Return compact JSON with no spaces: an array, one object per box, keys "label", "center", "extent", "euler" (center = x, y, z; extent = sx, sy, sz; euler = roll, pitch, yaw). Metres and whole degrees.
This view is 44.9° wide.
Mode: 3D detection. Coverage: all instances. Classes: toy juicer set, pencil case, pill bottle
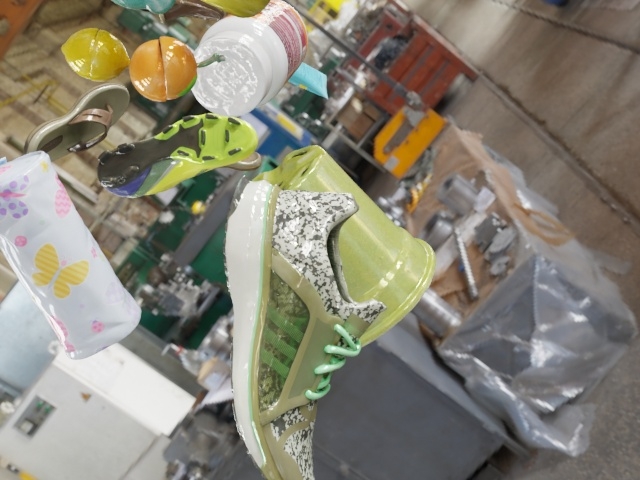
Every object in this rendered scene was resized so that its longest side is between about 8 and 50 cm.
[{"label":"toy juicer set","center":[-0.208,-0.274,0.787],"extent":[0.209,0.329,0.089],"euler":[-56,-17,24]},{"label":"pencil case","center":[-0.339,0.020,0.999],"extent":[0.113,0.273,0.124],"euler":[-28,26,-7]},{"label":"pill bottle","center":[-0.094,-0.247,1.039],"extent":[0.121,0.121,0.221],"euler":[-47,10,27]}]

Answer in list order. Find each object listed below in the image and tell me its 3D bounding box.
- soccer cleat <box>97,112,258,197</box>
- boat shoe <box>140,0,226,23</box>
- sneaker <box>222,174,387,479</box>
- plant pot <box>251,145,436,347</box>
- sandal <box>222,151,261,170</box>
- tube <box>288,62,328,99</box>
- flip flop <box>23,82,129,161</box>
[{"label":"soccer cleat","center":[-0.235,-0.140,1.308],"extent":[0.289,0.093,0.121],"euler":[-14,-16,13]},{"label":"boat shoe","center":[-0.352,-0.551,1.827],"extent":[0.095,0.257,0.095],"euler":[83,-156,-77]},{"label":"sneaker","center":[-0.009,0.119,0.943],"extent":[0.158,0.182,0.410],"euler":[-24,-70,-79]},{"label":"plant pot","center":[0.000,0.000,1.225],"extent":[0.276,0.254,0.276],"euler":[-32,21,14]},{"label":"sandal","center":[-0.198,-0.168,1.477],"extent":[0.072,0.180,0.049],"euler":[-107,24,-48]},{"label":"tube","center":[-0.072,-0.351,1.558],"extent":[0.052,0.207,0.080],"euler":[-43,36,42]},{"label":"flip flop","center":[-0.492,-0.232,1.609],"extent":[0.277,0.080,0.112],"euler":[-46,-26,-42]}]
